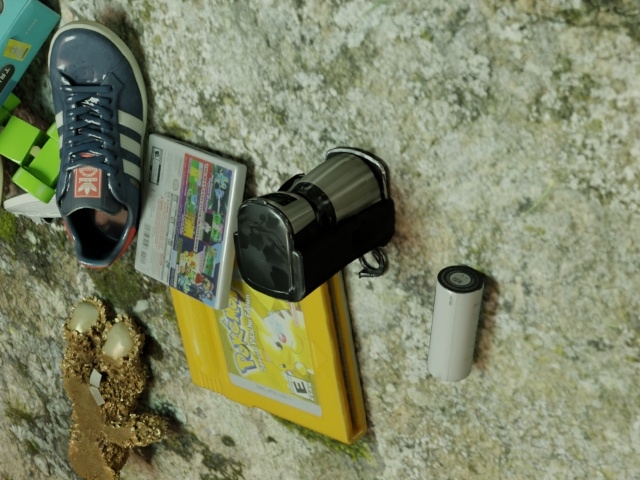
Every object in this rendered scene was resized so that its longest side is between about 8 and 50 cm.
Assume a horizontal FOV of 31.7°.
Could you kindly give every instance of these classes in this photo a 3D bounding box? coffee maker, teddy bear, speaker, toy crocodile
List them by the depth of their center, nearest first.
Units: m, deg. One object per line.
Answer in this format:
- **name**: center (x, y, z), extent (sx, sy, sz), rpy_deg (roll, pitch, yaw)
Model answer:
- **coffee maker**: center (0.000, 0.000, 1.312), extent (0.120, 0.178, 0.171), rpy_deg (-11, 107, 49)
- **speaker**: center (0.157, 0.099, 1.318), extent (0.055, 0.055, 0.136), rpy_deg (27, 132, 31)
- **toy crocodile**: center (-0.457, -0.151, 1.698), extent (0.340, 0.115, 0.105), rpy_deg (35, 175, 4)
- **teddy bear**: center (-0.354, 0.251, 1.903), extent (0.245, 0.113, 0.338), rpy_deg (4, 111, 35)

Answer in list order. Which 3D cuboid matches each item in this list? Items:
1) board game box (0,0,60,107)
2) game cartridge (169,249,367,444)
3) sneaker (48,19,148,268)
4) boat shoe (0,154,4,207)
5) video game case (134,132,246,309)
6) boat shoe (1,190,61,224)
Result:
- **board game box**: center (-0.569, -0.255, 1.631), extent (0.254, 0.079, 0.336), rpy_deg (36, 93, 23)
- **game cartridge**: center (-0.088, 0.120, 1.578), extent (0.323, 0.052, 0.285), rpy_deg (12, 123, 39)
- **sneaker**: center (-0.306, -0.118, 1.531), extent (0.131, 0.148, 0.350), rpy_deg (0, 123, 7)
- **boat shoe**: center (-0.565, -0.161, 1.798), extent (0.104, 0.089, 0.285), rpy_deg (28, 124, 56)
- **video game case**: center (-0.181, -0.028, 1.539), extent (0.183, 0.023, 0.201), rpy_deg (22, 110, 39)
- **boat shoe**: center (-0.448, -0.055, 1.816), extent (0.184, 0.066, 0.063), rpy_deg (-9, 108, 37)
